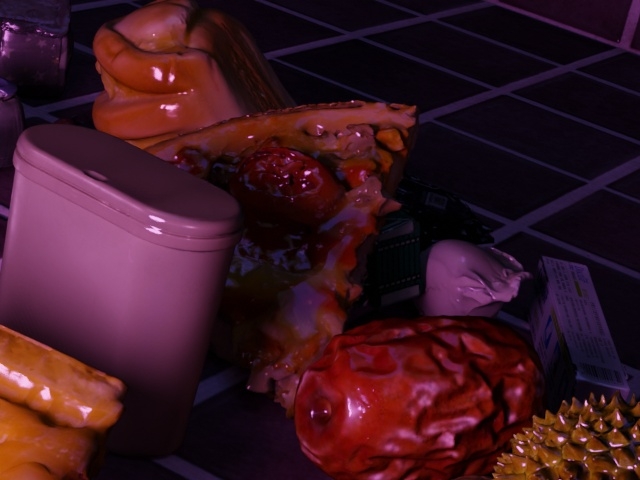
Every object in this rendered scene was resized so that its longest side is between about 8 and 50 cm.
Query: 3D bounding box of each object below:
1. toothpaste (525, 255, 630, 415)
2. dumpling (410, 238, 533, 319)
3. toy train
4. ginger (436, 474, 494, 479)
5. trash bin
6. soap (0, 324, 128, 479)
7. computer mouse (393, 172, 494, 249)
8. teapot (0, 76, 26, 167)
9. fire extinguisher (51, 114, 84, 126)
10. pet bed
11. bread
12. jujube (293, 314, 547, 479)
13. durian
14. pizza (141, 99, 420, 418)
[{"bbox_3d":[0.285,0.119,1.907,0.067,0.081,0.336,13,21,-4],"label":"toothpaste"},{"bbox_3d":[0.173,0.048,1.976,0.127,0.108,0.188,-15,14,-37],"label":"dumpling"},{"bbox_3d":[0.000,0.000,1.968,0.154,0.115,0.269,-23,28,-25],"label":"toy train"},{"bbox_3d":[0.127,0.249,1.492,0.205,0.081,0.115,3,54,-45],"label":"ginger"},{"bbox_3d":[-0.197,0.045,1.574,0.243,0.247,0.121,25,24,29],"label":"trash bin"},{"bbox_3d":[-0.320,0.162,1.281,0.281,0.143,0.259,28,39,0],"label":"soap"},{"bbox_3d":[0.108,-0.032,2.183,0.242,0.077,0.146,19,22,4],"label":"computer mouse"},{"bbox_3d":[-0.418,-0.162,2.146,0.111,0.108,0.149,16,22,2],"label":"teapot"},{"bbox_3d":[-0.329,-0.122,2.194,0.078,0.045,0.157,-18,32,-16],"label":"fire extinguisher"},{"bbox_3d":[-0.461,-0.311,2.423,0.211,0.159,0.183,5,22,-18],"label":"pet bed"},{"bbox_3d":[-0.177,-0.172,2.126,0.270,0.211,0.315,56,16,-9],"label":"bread"},{"bbox_3d":[0.096,0.153,1.593,0.250,0.174,0.174,-5,28,-38],"label":"jujube"},{"bbox_3d":[0.244,0.253,1.365,0.291,0.224,0.291,3,67,-7],"label":"durian"},{"bbox_3d":[-0.052,0.005,1.792,0.440,0.130,0.406,-19,46,-7],"label":"pizza"}]
